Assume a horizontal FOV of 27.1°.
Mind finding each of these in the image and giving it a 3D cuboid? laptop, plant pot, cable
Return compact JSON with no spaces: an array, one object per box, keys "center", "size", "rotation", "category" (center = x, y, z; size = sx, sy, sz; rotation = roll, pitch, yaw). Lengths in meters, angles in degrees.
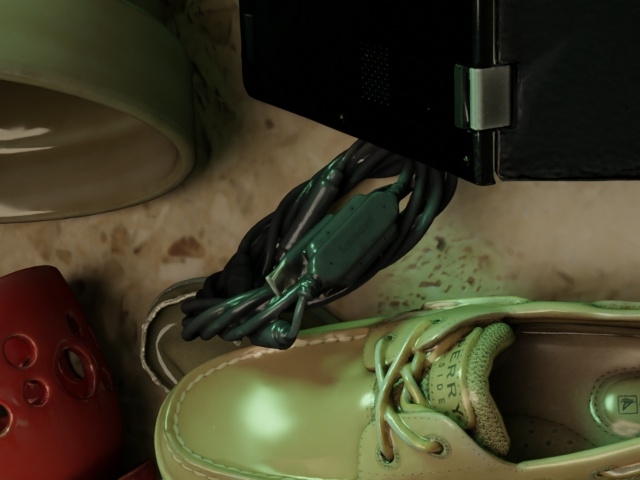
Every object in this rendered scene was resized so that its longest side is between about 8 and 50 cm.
[{"center":[0.140,-0.239,0.666],"size":[0.408,0.236,0.382],"rotation":[27,123,57],"category":"laptop"},{"center":[-0.216,0.134,0.858],"size":[0.191,0.191,0.174],"rotation":[-30,87,27],"category":"plant pot"},{"center":[0.000,0.000,0.756],"size":[0.047,0.184,0.150],"rotation":[50,145,-14],"category":"cable"},{"center":[-0.238,-0.179,0.793],"size":[0.323,0.323,0.280],"rotation":[-10,75,28],"category":"plant pot"}]

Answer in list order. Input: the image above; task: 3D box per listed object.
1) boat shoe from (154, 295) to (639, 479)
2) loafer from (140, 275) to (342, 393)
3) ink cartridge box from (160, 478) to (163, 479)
[{"center":[0.072,0.078,0.686],"size":[0.341,0.110,0.122],"rotation":[-7,63,8],"category":"boat shoe"},{"center":[-0.014,0.092,0.801],"size":[0.251,0.087,0.094],"rotation":[21,105,24],"category":"loafer"},{"center":[0.009,0.242,0.742],"size":[0.272,0.198,0.115],"rotation":[27,108,23],"category":"ink cartridge box"}]
